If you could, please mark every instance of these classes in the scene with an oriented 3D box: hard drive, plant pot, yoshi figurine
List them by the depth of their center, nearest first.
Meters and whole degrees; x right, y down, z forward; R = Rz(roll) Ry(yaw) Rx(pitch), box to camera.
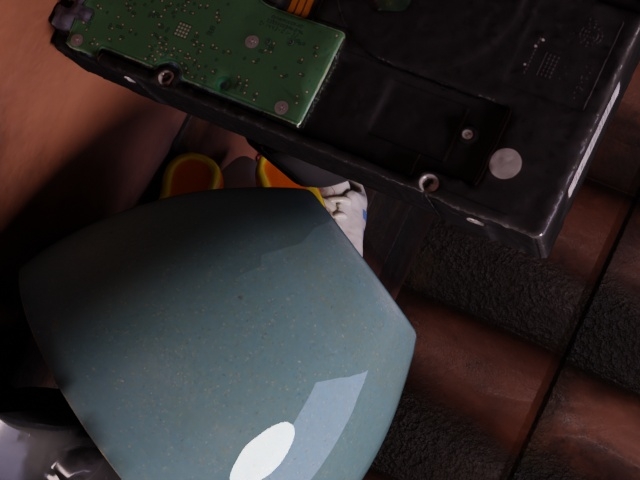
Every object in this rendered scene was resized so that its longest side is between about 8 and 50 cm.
[{"bbox_3d":[0.026,-0.160,0.603,0.236,0.339,0.064,-65,161,-6],"label":"hard drive"},{"bbox_3d":[-0.047,0.073,0.728,0.195,0.290,0.290,-37,167,1],"label":"plant pot"},{"bbox_3d":[-0.075,0.064,1.020,0.203,0.203,0.362,-44,163,-19],"label":"yoshi figurine"}]

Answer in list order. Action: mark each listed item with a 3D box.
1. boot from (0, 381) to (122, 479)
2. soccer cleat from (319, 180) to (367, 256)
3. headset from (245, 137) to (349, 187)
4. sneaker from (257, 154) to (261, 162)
[{"bbox_3d":[-0.244,0.331,0.749,0.367,0.146,0.445,44,62,-71],"label":"boot"},{"bbox_3d":[0.000,0.000,1.285,0.331,0.116,0.143,-83,174,-57],"label":"soccer cleat"},{"bbox_3d":[0.041,-0.151,0.817,0.243,0.185,0.394,-50,-155,-1],"label":"headset"},{"bbox_3d":[-0.057,-0.066,1.155,0.057,0.047,0.119,-66,177,-68],"label":"sneaker"}]
